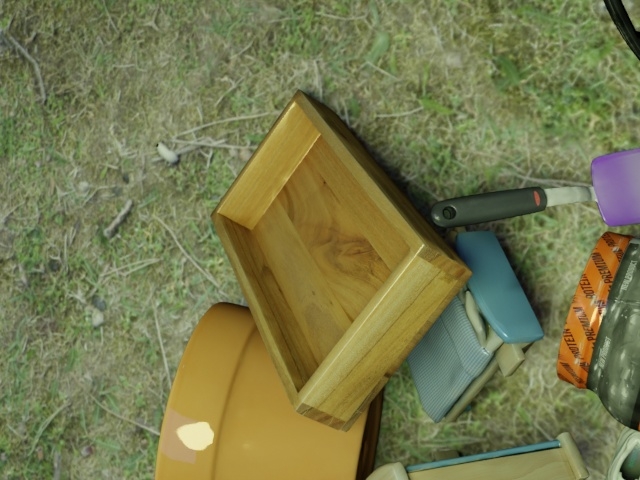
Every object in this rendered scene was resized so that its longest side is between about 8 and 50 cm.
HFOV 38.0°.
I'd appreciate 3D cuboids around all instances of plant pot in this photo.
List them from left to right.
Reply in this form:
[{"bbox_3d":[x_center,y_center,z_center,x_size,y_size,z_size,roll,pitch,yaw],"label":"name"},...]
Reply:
[{"bbox_3d":[-0.044,0.228,1.070,0.204,0.291,0.290,8,92,10],"label":"plant pot"}]

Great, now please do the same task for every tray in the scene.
[{"bbox_3d":[0.000,0.000,1.028,0.203,0.076,0.411,-53,32,14],"label":"tray"}]

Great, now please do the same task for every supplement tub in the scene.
[{"bbox_3d":[0.415,0.115,0.888,0.338,0.207,0.207,19,96,23],"label":"supplement tub"}]

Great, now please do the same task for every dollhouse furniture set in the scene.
[{"bbox_3d":[0.091,0.175,1.002,0.286,0.198,0.303,117,143,-48],"label":"dollhouse furniture set"}]

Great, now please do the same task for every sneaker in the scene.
[{"bbox_3d":[0.326,0.273,1.004,0.054,0.061,0.152,12,95,23],"label":"sneaker"}]

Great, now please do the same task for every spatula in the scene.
[{"bbox_3d":[0.249,-0.046,0.978,0.296,0.030,0.084,-8,82,-21],"label":"spatula"}]

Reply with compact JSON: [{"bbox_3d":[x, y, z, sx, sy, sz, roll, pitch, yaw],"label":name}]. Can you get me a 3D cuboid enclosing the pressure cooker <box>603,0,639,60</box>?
[{"bbox_3d":[0.441,-0.311,0.793,0.420,0.375,0.369,-18,77,20],"label":"pressure cooker"}]
